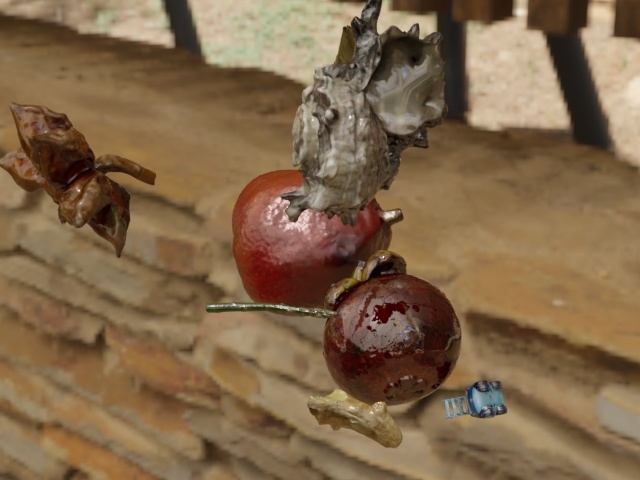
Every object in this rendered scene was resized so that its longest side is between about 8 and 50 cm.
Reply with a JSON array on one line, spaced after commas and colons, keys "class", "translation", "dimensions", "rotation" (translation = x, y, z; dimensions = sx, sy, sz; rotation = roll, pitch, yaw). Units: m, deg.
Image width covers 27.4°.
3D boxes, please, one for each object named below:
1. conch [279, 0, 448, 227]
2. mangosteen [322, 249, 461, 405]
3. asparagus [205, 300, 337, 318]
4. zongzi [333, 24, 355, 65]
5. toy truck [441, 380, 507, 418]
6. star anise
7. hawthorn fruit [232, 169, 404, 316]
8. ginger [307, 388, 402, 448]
[{"class": "conch", "translation": [0.041, -0.160, 1.698], "dimensions": [0.186, 0.313, 0.240], "rotation": [34, -1, 11]}, {"class": "mangosteen", "translation": [0.100, 0.126, 2.020], "dimensions": [0.215, 0.215, 0.257], "rotation": [-6, 54, -16]}, {"class": "asparagus", "translation": [-0.058, 0.083, 1.571], "dimensions": [0.163, 0.016, 0.016], "rotation": [3, 52, 11]}, {"class": "zongzi", "translation": [0.096, -0.280, 2.201], "dimensions": [0.160, 0.078, 0.176], "rotation": [30, -20, 3]}, {"class": "toy truck", "translation": [0.233, 0.249, 2.005], "dimensions": [0.090, 0.056, 0.073], "rotation": [-22, -18, 37]}, {"class": "star anise", "translation": [-0.278, -0.071, 1.476], "dimensions": [0.196, 0.111, 0.212], "rotation": [32, -3, 8]}, {"class": "hawthorn fruit", "translation": [0.000, 0.000, 2.297], "dimensions": [0.307, 0.265, 0.265], "rotation": [-13, 18, 10]}, {"class": "ginger", "translation": [0.048, 0.236, 1.762], "dimensions": [0.137, 0.057, 0.044], "rotation": [21, -12, 3]}]
